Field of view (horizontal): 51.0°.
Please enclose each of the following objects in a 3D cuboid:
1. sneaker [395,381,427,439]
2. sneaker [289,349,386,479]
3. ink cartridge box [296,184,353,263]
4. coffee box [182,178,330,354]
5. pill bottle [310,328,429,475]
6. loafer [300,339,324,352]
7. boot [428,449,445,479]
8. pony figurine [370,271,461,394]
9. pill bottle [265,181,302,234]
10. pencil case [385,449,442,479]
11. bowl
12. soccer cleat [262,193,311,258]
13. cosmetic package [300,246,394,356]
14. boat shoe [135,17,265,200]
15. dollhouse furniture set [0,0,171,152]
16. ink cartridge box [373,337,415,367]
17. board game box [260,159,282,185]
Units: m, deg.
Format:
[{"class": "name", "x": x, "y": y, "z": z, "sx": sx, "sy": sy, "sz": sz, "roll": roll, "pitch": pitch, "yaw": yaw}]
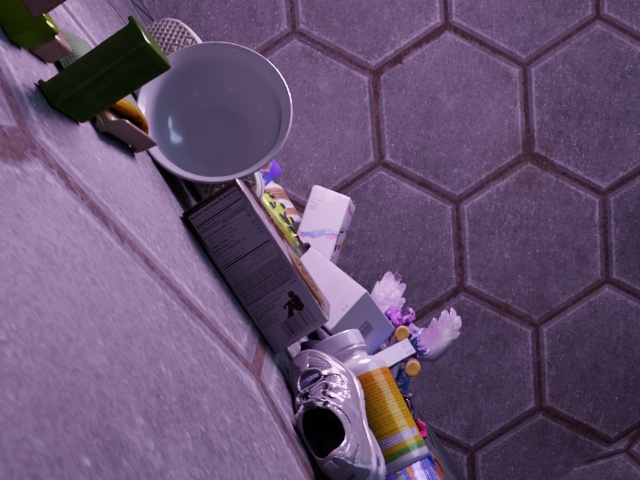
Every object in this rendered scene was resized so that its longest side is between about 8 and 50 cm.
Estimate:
[{"class": "sneaker", "x": 0.154, "y": 0.367, "z": 1.537, "sx": 0.121, "sy": 0.112, "sz": 0.299, "roll": -84, "pitch": 154, "yaw": -47}, {"class": "sneaker", "x": 0.010, "y": 0.253, "z": 1.024, "sx": 0.115, "sy": 0.105, "sz": 0.281, "roll": 46, "pitch": 5, "yaw": -36}, {"class": "ink cartridge box", "x": 0.000, "y": 0.000, "z": 1.954, "sx": 0.117, "sy": 0.278, "sz": 0.201, "roll": 18, "pitch": -3, "yaw": 8}, {"class": "coffee box", "x": -0.110, "y": 0.041, "z": 1.235, "sx": 0.297, "sy": 0.119, "sz": 0.168, "roll": 57, "pitch": 3, "yaw": -2}, {"class": "pill bottle", "x": 0.074, "y": 0.285, "z": 1.163, "sx": 0.246, "sy": 0.136, "sz": 0.136, "roll": 64, "pitch": 5, "yaw": 20}, {"class": "loafer", "x": 0.014, "y": 0.255, "z": 1.391, "sx": 0.302, "sy": 0.109, "sz": 0.095, "roll": 37, "pitch": 55, "yaw": -76}, {"class": "boot", "x": 0.247, "y": 0.594, "z": 1.453, "sx": 0.283, "sy": 0.109, "sz": 0.220, "roll": 63, "pitch": 4, "yaw": -19}, {"class": "pony figurine", "x": 0.231, "y": 0.308, "z": 1.987, "sx": 0.303, "sy": 0.351, "sz": 0.363, "roll": 33, "pitch": 3, "yaw": 3}, {"class": "pill bottle", "x": -0.153, "y": -0.097, "z": 2.017, "sx": 0.229, "sy": 0.131, "sz": 0.131, "roll": 57, "pitch": 3, "yaw": 30}, {"class": "pencil case", "x": 0.193, "y": 0.490, "z": 1.212, "sx": 0.119, "sy": 0.133, "sz": 0.306, "roll": 21, "pitch": 14, "yaw": -17}, {"class": "bowl", "x": -0.205, "y": -0.228, "z": 1.324, "sx": 0.298, "sy": 0.298, "sz": 0.134, "roll": 57, "pitch": -14, "yaw": 12}, {"class": "soccer cleat", "x": -0.110, "y": -0.001, "z": 1.747, "sx": 0.289, "sy": 0.121, "sz": 0.093, "roll": 58, "pitch": 12, "yaw": -36}, {"class": "cosmetic package", "x": 0.042, "y": 0.169, "z": 1.734, "sx": 0.224, "sy": 0.138, "sz": 0.224, "roll": 36, "pitch": -11, "yaw": 38}, {"class": "boat shoe", "x": -0.268, "y": -0.260, "z": 1.486, "sx": 0.500, "sy": 0.187, "sz": 0.156, "roll": 62, "pitch": -2, "yaw": 10}, {"class": "dollhouse furniture set", "x": -0.313, "y": -0.273, "z": 1.005, "sx": 0.197, "sy": 0.151, "sz": 0.301, "roll": 57, "pitch": 2, "yaw": 9}, {"class": "ink cartridge box", "x": 0.145, "y": 0.315, "z": 1.697, "sx": 0.207, "sy": 0.097, "sz": 0.046, "roll": -15, "pitch": 67, "yaw": -48}, {"class": "board game box", "x": -0.277, "y": -0.308, "z": 1.971, "sx": 0.347, "sy": 0.078, "sz": 0.233, "roll": 35, "pitch": -15, "yaw": 52}]
